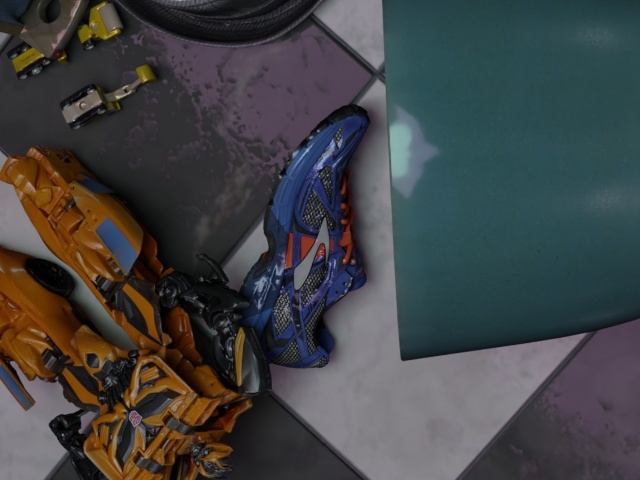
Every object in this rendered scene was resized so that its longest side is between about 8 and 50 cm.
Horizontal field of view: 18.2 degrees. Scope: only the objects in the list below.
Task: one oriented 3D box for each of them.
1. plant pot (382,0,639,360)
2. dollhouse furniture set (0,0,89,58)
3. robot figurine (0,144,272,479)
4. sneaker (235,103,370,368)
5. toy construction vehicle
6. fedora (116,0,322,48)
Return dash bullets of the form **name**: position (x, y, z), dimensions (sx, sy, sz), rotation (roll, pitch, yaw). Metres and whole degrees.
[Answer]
- **plant pot**: position (0.163, -0.068, 1.346), dimensions (0.235, 0.293, 0.293), rotation (-2, 98, 3)
- **dollhouse furniture set**: position (-0.232, -0.251, 1.498), dimensions (0.129, 0.129, 0.183), rotation (35, 103, 23)
- **robot figurine**: position (-0.166, 0.075, 1.526), dimensions (0.291, 0.085, 0.211), rotation (47, 114, 26)
- **sneaker**: position (0.000, 0.000, 1.512), dimensions (0.087, 0.083, 0.221), rotation (20, 112, 4)
- **toy construction vehicle**: position (-0.185, -0.135, 1.567), dimensions (0.098, 0.035, 0.086), rotation (-32, 77, 16)
- **fedora**: position (-0.093, -0.276, 1.467), dimensions (0.244, 0.124, 0.275), rotation (-3, 97, 17)
